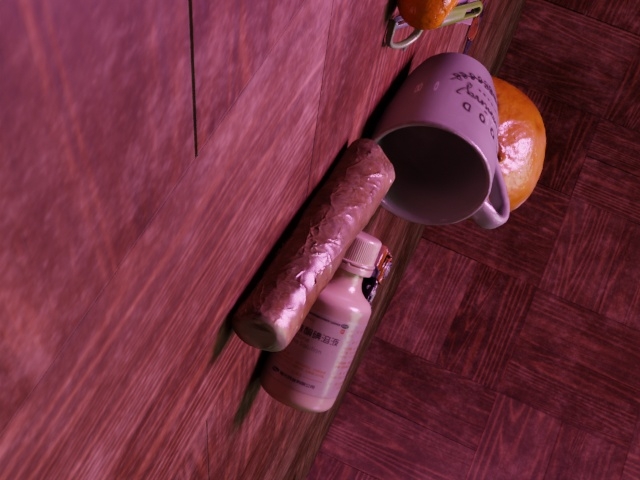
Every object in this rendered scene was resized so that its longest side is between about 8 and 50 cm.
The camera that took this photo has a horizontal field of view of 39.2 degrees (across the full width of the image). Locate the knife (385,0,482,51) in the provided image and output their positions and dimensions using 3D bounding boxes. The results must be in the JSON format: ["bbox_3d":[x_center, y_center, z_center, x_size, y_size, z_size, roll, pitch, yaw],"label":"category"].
[{"bbox_3d":[0.152,-0.282,1.181,0.212,0.015,0.054,-27,143,-43],"label":"knife"}]

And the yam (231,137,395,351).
[{"bbox_3d":[0.000,0.000,1.059,0.357,0.081,0.081,-57,167,-43],"label":"yam"}]

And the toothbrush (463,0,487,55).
[{"bbox_3d":[0.344,-0.478,2.007,0.321,0.023,0.031,104,10,-47],"label":"toothbrush"}]

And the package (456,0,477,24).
[{"bbox_3d":[0.212,-0.411,1.268,0.204,0.062,0.251,-69,167,16],"label":"package"}]

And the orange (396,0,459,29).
[{"bbox_3d":[0.128,-0.293,1.068,0.083,0.070,0.083,-54,175,-7],"label":"orange"}]

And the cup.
[{"bbox_3d":[0.203,-0.140,1.360,0.186,0.258,0.234,-27,-154,38],"label":"cup"}]

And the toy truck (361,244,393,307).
[{"bbox_3d":[0.057,0.087,1.579,0.192,0.083,0.092,-63,165,-15],"label":"toy truck"}]

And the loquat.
[{"bbox_3d":[0.258,-0.158,1.602,0.276,0.276,0.284,-65,-169,-11],"label":"loquat"}]

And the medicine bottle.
[{"bbox_3d":[0.009,0.105,1.240,0.114,0.114,0.252,-21,134,-78],"label":"medicine bottle"}]
